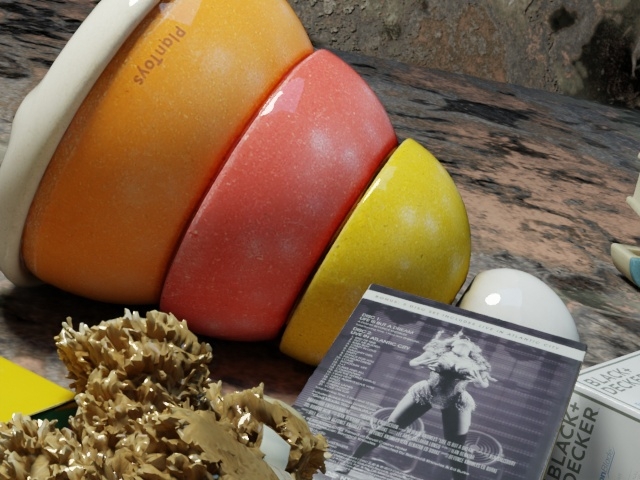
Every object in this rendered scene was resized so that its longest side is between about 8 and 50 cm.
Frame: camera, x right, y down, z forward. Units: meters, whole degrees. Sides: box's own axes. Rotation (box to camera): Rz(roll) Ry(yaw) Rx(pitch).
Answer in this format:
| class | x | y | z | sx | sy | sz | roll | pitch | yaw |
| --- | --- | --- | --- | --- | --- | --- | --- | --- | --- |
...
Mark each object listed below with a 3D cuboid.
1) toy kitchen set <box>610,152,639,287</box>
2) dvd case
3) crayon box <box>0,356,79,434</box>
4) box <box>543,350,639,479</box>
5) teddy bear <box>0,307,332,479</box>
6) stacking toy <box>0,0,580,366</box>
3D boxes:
| class | x | y | z | sx | sy | sz | roll | pitch | yaw |
| --- | --- | --- | --- | --- | --- | --- | --- | --- | --- |
| toy kitchen set | 0.477 | -0.005 | 1.550 | 0.207 | 0.166 | 0.122 | 8 | 16 | -15 |
| dvd case | 0.074 | 0.109 | 0.850 | 0.165 | 0.018 | 0.221 | 15 | 33 | 15 |
| crayon box | -0.359 | 0.102 | 0.647 | 0.313 | 0.106 | 0.363 | 20 | 17 | 25 |
| box | 0.321 | 0.179 | 0.936 | 0.290 | 0.087 | 0.169 | 24 | 19 | 36 |
| teddy bear | -0.059 | 0.157 | 0.623 | 0.245 | 0.113 | 0.338 | 33 | 17 | -40 |
| stacking toy | 0.000 | 0.000 | 1.088 | 0.480 | 0.350 | 0.350 | 34 | 19 | 6 |
